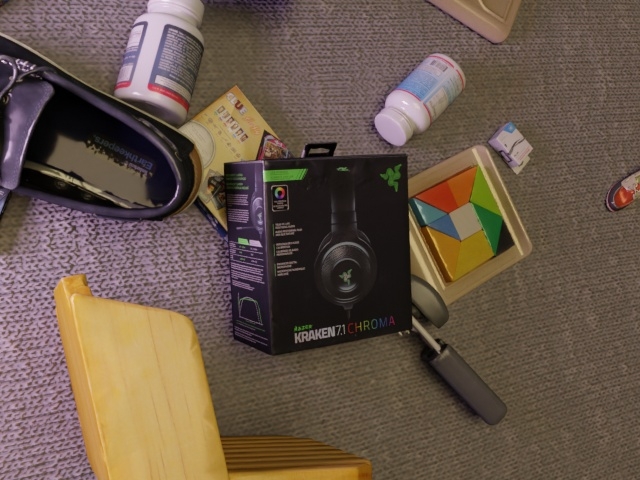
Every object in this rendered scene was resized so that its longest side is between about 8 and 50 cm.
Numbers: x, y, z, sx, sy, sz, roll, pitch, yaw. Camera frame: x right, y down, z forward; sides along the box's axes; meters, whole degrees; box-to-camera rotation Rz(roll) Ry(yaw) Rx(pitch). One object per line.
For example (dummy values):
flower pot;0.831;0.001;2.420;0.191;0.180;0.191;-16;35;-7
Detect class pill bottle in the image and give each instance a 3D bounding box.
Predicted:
pill bottle;0.165;-0.235;1.253;0.087;0.087;0.160;48;69;-10
pill bottle;-0.228;-0.269;1.089;0.107;0.108;0.180;17;77;-19

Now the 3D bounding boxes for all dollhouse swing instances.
dollhouse swing;-0.142;0.177;0.933;0.304;0.347;0.316;-12;87;-22

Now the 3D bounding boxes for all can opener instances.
can opener;0.211;0.181;1.216;0.093;0.074;0.280;-39;100;-2

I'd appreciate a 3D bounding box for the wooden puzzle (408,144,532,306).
wooden puzzle;0.239;-0.027;1.278;0.238;0.044;0.221;-27;94;-22

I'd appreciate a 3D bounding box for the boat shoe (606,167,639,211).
boat shoe;0.605;-0.103;1.435;0.137;0.043;0.049;-36;98;-21

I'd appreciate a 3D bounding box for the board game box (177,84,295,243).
board game box;-0.116;-0.093;1.146;0.165;0.042;0.243;-42;99;-21

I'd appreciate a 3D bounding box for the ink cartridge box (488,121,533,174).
ink cartridge box;0.350;-0.166;1.349;0.083;0.028;0.048;46;70;-11

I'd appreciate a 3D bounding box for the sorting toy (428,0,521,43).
sorting toy;0.246;-0.526;1.355;0.307;0.041;0.229;27;78;-16

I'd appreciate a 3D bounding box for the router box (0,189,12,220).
router box;-0.488;-0.045;0.992;0.122;0.038;0.092;21;75;-18

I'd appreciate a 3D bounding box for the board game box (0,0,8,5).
board game box;-0.527;-0.335;1.004;0.194;0.060;0.194;17;77;-18

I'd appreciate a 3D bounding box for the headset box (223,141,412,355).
headset box;0.000;0.000;1.088;0.246;0.131;0.283;-5;96;-31

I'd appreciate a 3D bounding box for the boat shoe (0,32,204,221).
boat shoe;-0.388;-0.152;0.958;0.499;0.156;0.187;22;100;-15
